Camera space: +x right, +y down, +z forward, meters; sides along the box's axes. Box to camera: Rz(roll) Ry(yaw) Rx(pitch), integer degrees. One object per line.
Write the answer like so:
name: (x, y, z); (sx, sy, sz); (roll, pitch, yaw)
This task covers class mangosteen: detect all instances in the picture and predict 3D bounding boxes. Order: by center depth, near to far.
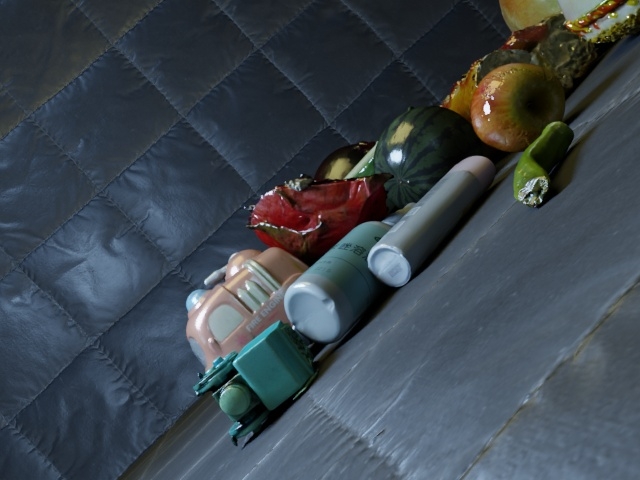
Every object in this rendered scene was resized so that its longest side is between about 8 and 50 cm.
mangosteen: (0.115, -0.102, 1.990); (0.307, 0.307, 0.347); (-44, -31, -65)

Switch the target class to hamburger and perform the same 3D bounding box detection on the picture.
hamburger: (0.569, -0.483, 1.295); (0.294, 0.179, 0.276); (-40, 1, -31)

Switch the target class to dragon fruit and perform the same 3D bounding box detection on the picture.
dragon fruit: (0.000, 0.000, 1.325); (0.343, 0.282, 0.100); (75, -161, -60)

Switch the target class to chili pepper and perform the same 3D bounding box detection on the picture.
chili pepper: (0.251, -0.086, 0.815); (0.202, 0.050, 0.052); (-47, -34, -53)

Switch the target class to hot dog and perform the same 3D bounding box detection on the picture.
hot dog: (0.373, -0.297, 1.549); (0.367, 0.196, 0.365); (-41, -6, -31)

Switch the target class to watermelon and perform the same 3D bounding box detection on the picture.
watermelon: (0.204, -0.153, 1.349); (0.212, 0.212, 0.212); (-44, 0, 0)

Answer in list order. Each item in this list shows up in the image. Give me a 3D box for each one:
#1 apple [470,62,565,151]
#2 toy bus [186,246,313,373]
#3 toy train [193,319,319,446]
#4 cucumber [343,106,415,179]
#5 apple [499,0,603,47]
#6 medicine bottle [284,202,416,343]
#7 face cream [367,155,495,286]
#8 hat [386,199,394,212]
apple: (0.304, -0.207, 1.114); (0.146, 0.146, 0.146); (-44, 0, 0)
toy bus: (-0.113, 0.141, 1.263); (0.287, 0.232, 0.194); (-42, 2, -14)
toy train: (-0.090, 0.198, 1.051); (0.163, 0.112, 0.203); (-39, 2, -2)
cucumber: (0.147, -0.165, 1.704); (0.325, 0.145, 0.105); (-47, 22, 29)
apple: (0.582, -0.585, 1.607); (0.338, 0.338, 0.305); (-44, 12, 4)
medicine bottle: (0.080, 0.031, 1.171); (0.352, 0.110, 0.110); (-41, -2, -45)
face cream: (0.179, -0.037, 1.120); (0.269, 0.073, 0.107); (-44, 3, -36)
hat: (0.082, 0.005, 1.696); (0.257, 0.130, 0.257); (-19, -19, -7)
